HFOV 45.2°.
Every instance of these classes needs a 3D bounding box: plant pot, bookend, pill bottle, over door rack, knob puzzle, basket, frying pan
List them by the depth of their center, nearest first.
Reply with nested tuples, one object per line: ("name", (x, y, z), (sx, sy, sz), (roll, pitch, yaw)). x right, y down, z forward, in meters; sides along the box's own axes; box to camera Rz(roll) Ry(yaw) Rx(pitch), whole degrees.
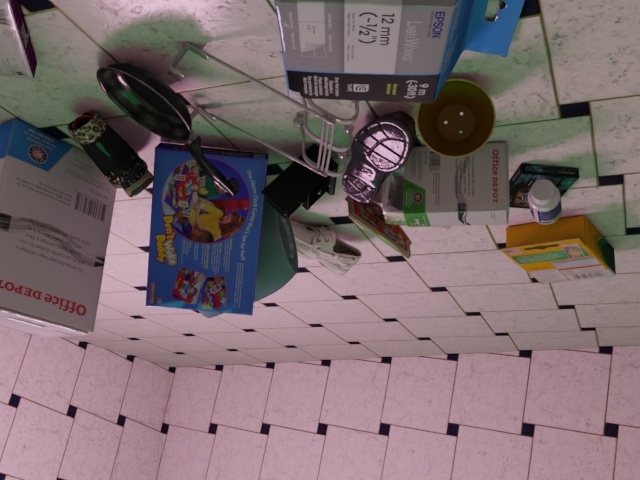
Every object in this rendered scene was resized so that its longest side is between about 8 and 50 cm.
("plant pot", (0.238, -0.212, 1.354), (0.134, 0.134, 0.095), (0, -176, 10))
("over door rack", (-0.091, -0.240, 1.368), (0.324, 0.108, 0.239), (18, 160, 3))
("frying pan", (-0.255, -0.209, 1.376), (0.326, 0.053, 0.197), (35, 162, -11))
("bookend", (-0.044, -0.102, 1.631), (0.072, 0.157, 0.156), (43, 164, 12))
("pill bottle", (0.479, -0.085, 1.642), (0.067, 0.067, 0.120), (-3, 159, 19))
("basket", (0.219, -0.094, 1.685), (0.167, 0.113, 0.103), (3, 164, 3))
("knob puzzle", (0.141, -0.052, 1.781), (0.213, 0.213, 0.030), (21, 116, -40))
("plant pot", (-0.187, 0.019, 1.842), (0.235, 0.293, 0.293), (-13, 158, 8))

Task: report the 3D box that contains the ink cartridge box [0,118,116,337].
("ink cartridge box", (-0.615, -0.012, 1.643), (0.166, 0.395, 0.285), (-10, 156, 33))

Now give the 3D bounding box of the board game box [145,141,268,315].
("board game box", (-0.244, -0.022, 1.647), (0.233, 0.347, 0.078), (6, -165, -5))

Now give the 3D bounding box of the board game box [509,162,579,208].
("board game box", (0.477, -0.115, 1.699), (0.126, 0.026, 0.186), (5, 160, -3))

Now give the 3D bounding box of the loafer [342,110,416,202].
("loafer", (0.120, -0.180, 1.528), (0.109, 0.095, 0.302), (35, 153, 2))

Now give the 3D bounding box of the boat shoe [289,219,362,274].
("boat shoe", (0.000, 0.000, 2.035), (0.096, 0.098, 0.277), (-38, 137, 28))

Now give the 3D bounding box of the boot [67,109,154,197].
("boot", (-0.438, -0.190, 1.577), (0.179, 0.085, 0.236), (53, 170, -29))

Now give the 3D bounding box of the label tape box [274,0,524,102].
("label tape box", (0.118, -0.305, 1.108), (0.347, 0.115, 0.249), (4, 161, 3))

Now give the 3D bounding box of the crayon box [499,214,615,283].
("crayon box", (0.613, 0.022, 1.975), (0.203, 0.083, 0.323), (-9, 157, 33))

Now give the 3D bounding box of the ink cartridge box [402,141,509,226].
("ink cartridge box", (0.277, -0.111, 1.560), (0.208, 0.153, 0.087), (-1, 161, 15))

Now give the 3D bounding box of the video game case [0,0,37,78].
("video game case", (-0.580, -0.346, 1.226), (0.210, 0.042, 0.232), (7, 160, -8))
